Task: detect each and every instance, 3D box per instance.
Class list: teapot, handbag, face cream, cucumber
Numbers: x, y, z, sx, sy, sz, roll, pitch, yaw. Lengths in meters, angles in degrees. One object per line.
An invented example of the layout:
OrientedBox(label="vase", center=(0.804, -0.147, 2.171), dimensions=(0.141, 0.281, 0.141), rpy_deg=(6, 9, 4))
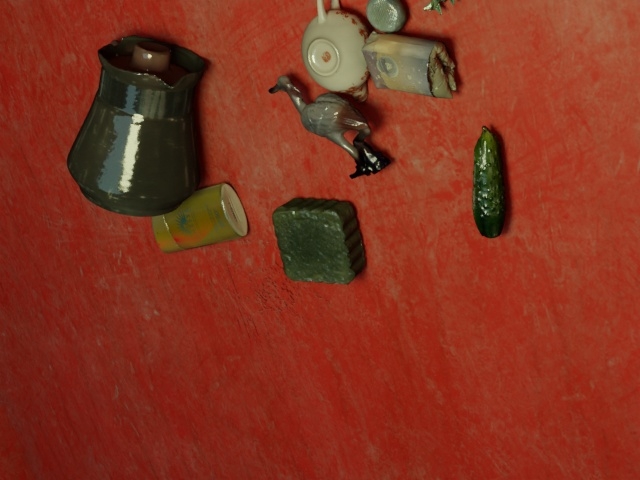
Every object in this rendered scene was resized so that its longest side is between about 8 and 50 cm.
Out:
OrientedBox(label="teapot", center=(-0.417, -0.284, 2.151), dimensions=(0.376, 0.305, 0.362), rpy_deg=(48, 131, 46))
OrientedBox(label="handbag", center=(0.175, -0.332, 1.780), dimensions=(0.173, 0.095, 0.117), rpy_deg=(17, 154, 30))
OrientedBox(label="face cream", center=(-0.308, -0.051, 2.309), dimensions=(0.285, 0.067, 0.139), rpy_deg=(-12, 104, 40))
OrientedBox(label="teapot", center=(0.031, -0.387, 1.861), dimensions=(0.159, 0.116, 0.246), rpy_deg=(12, 115, 44))
OrientedBox(label="cucumber", center=(0.323, -0.110, 1.808), dimensions=(0.069, 0.069, 0.228), rpy_deg=(9, 117, 33))

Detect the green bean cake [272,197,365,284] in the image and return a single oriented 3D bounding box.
OrientedBox(label="green bean cake", center=(0.000, 0.000, 2.089), dimensions=(0.185, 0.094, 0.184), rpy_deg=(4, 116, 35))

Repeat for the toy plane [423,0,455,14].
OrientedBox(label="toy plane", center=(0.215, -0.457, 1.723), dimensions=(0.080, 0.033, 0.083), rpy_deg=(25, 119, 25))

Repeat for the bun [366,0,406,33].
OrientedBox(label="bun", center=(0.127, -0.434, 1.791), dimensions=(0.083, 0.045, 0.083), rpy_deg=(19, 123, 32))

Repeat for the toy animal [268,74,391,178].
OrientedBox(label="toy animal", center=(0.006, -0.251, 1.923), dimensions=(0.324, 0.090, 0.195), rpy_deg=(42, 157, 12))
